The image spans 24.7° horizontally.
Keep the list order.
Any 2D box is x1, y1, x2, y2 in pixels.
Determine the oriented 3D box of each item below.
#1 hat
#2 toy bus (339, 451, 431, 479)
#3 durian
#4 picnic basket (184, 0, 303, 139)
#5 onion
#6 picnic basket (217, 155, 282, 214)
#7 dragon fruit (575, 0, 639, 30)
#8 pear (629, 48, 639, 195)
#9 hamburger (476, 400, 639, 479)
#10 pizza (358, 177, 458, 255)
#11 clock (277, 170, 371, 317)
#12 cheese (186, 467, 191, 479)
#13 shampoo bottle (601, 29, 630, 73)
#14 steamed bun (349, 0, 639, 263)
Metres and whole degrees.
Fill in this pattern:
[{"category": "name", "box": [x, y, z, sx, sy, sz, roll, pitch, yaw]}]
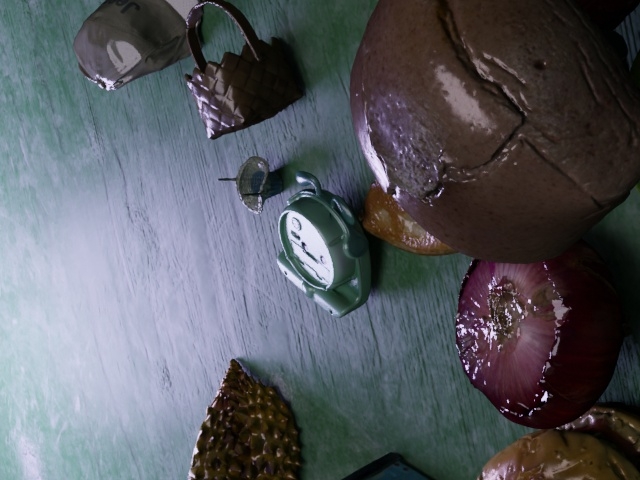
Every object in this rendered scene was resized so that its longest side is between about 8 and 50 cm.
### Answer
[{"category": "hat", "box": [-0.286, -0.351, 2.110, 0.214, 0.149, 0.245, 14, 124, 42]}, {"category": "toy bus", "box": [0.094, 0.452, 2.000, 0.164, 0.133, 0.271, 25, 119, 33]}, {"category": "durian", "box": [-0.126, 0.348, 2.181, 0.153, 0.186, 0.260, 18, 130, 48]}, {"category": "picnic basket", "box": [-0.119, -0.241, 1.963, 0.128, 0.138, 0.178, -28, 89, 48]}, {"category": "onion", "box": [0.255, 0.098, 1.682, 0.248, 0.161, 0.248, -27, 53, 42]}, {"category": "picnic basket", "box": [-0.096, -0.077, 2.042, 0.065, 0.083, 0.083, 34, 123, 40]}, {"category": "dragon fruit", "box": [0.215, -0.345, 1.487, 0.277, 0.277, 0.343, 22, 133, 39]}, {"category": "pear", "box": [0.417, -0.112, 1.425, 0.292, 0.292, 0.159, -27, 41, 47]}, {"category": "hamburger", "box": [0.311, 0.315, 1.702, 0.244, 0.163, 0.244, 16, 113, 42]}, {"category": "pizza", "box": [0.117, -0.056, 1.851, 0.182, 0.062, 0.161, -8, 105, 52]}, {"category": "clock", "box": [0.001, -0.001, 1.952, 0.148, 0.060, 0.189, 39, 145, 37]}, {"category": "cheese", "box": [-0.197, 0.408, 2.361, 0.067, 0.026, 0.121, 43, 131, 27]}, {"category": "shampoo bottle", "box": [0.258, -0.137, 1.539, 0.309, 0.098, 0.071, 113, 154, -71]}, {"category": "steamed bun", "box": [0.144, -0.116, 1.355, 0.301, 0.199, 0.251, 48, 164, 6]}]
